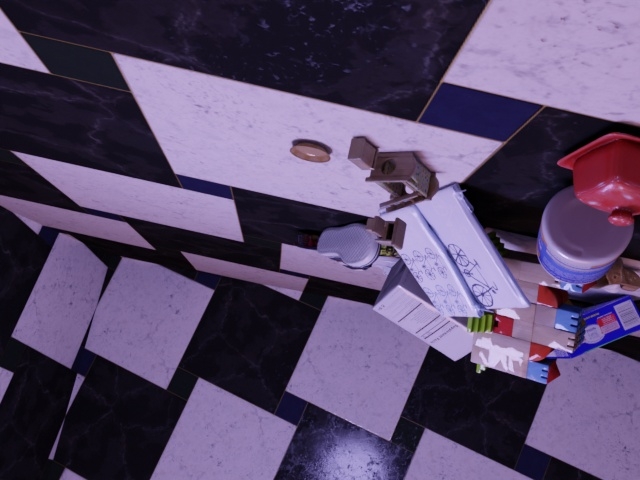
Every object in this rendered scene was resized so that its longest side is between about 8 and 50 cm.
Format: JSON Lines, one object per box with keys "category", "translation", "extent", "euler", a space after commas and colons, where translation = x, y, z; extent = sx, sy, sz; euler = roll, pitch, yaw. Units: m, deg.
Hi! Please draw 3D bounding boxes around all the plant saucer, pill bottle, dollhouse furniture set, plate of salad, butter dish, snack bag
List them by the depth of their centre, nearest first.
{"category": "butter dish", "translation": [0.458, -0.080, 0.918], "extent": [0.160, 0.118, 0.160], "euler": [13, 168, -7]}
{"category": "dollhouse furniture set", "translation": [0.131, -0.082, 1.131], "extent": [0.101, 0.160, 0.182], "euler": [4, 167, 35]}
{"category": "pill bottle", "translation": [0.500, 0.002, 1.180], "extent": [0.152, 0.152, 0.272], "euler": [8, 168, 18]}
{"category": "plant saucer", "translation": [-0.019, -0.175, 1.200], "extent": [0.083, 0.015, 0.083], "euler": [11, 168, 2]}
{"category": "snack bag", "translation": [0.290, 0.041, 1.385], "extent": [0.323, 0.037, 0.342], "euler": [57, 157, -7]}
{"category": "plate of salad", "translation": [0.247, 0.031, 1.836], "extent": [0.200, 0.048, 0.200], "euler": [12, 168, 3]}

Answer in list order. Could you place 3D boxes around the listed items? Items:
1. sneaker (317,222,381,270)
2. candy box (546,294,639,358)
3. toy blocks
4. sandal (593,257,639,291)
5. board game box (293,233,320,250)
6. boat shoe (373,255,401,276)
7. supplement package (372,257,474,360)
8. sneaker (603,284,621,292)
{"category": "sneaker", "translation": [0.112, 0.022, 1.747], "extent": [0.127, 0.126, 0.321], "euler": [22, 176, -23]}
{"category": "candy box", "translation": [0.860, 0.294, 2.016], "extent": [0.268, 0.122, 0.317], "euler": [-21, 170, -3]}
{"category": "toy blocks", "translation": [0.520, 0.185, 1.481], "extent": [0.261, 0.381, 0.191], "euler": [13, -163, 35]}
{"category": "sandal", "translation": [0.732, 0.070, 1.526], "extent": [0.240, 0.088, 0.079], "euler": [10, 139, -24]}
{"category": "board game box", "translation": [0.000, 0.000, 1.942], "extent": [0.169, 0.033, 0.133], "euler": [-5, -166, -35]}
{"category": "boat shoe", "translation": [0.246, 0.094, 2.096], "extent": [0.184, 0.063, 0.066], "euler": [8, 168, 18]}
{"category": "supplement package", "translation": [0.335, 0.175, 1.745], "extent": [0.293, 0.177, 0.175], "euler": [32, 144, -3]}
{"category": "sneaker", "translation": [0.759, 0.108, 1.699], "extent": [0.152, 0.053, 0.061], "euler": [-1, 148, 37]}
